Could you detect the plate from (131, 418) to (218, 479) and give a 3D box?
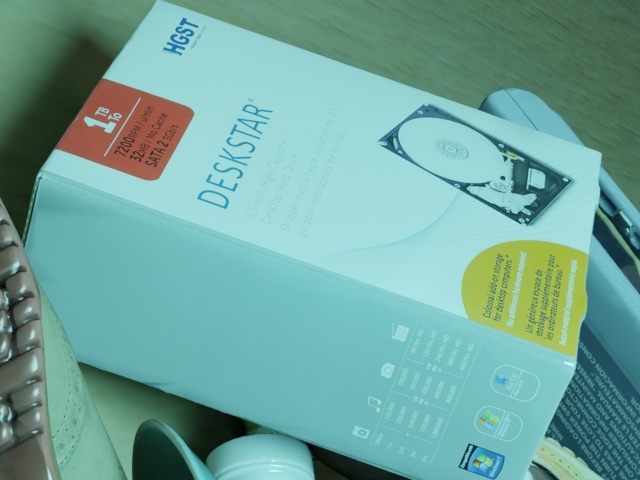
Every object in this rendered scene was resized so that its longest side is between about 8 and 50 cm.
[{"bbox_3d":[-0.032,0.155,0.640,0.024,0.188,0.188,-12,70,-18],"label":"plate"}]

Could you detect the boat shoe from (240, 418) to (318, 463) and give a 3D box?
[{"bbox_3d":[-0.002,0.073,0.885,0.045,0.050,0.135,63,26,-10],"label":"boat shoe"}]

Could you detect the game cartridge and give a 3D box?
[{"bbox_3d":[0.146,0.084,0.954,0.060,0.196,0.294,-17,62,-37],"label":"game cartridge"}]

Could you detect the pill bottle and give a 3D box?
[{"bbox_3d":[-0.022,0.149,0.758,0.067,0.067,0.120,34,38,-43],"label":"pill bottle"}]

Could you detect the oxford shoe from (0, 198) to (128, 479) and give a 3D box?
[{"bbox_3d":[-0.128,0.088,0.616,0.130,0.123,0.348,58,9,-78],"label":"oxford shoe"}]

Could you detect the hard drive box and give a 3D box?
[{"bbox_3d":[0.000,0.000,0.784,0.232,0.089,0.181,18,34,0],"label":"hard drive box"}]

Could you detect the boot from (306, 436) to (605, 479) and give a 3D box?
[{"bbox_3d":[0.072,0.197,0.806,0.248,0.090,0.207,28,71,-10],"label":"boot"}]
